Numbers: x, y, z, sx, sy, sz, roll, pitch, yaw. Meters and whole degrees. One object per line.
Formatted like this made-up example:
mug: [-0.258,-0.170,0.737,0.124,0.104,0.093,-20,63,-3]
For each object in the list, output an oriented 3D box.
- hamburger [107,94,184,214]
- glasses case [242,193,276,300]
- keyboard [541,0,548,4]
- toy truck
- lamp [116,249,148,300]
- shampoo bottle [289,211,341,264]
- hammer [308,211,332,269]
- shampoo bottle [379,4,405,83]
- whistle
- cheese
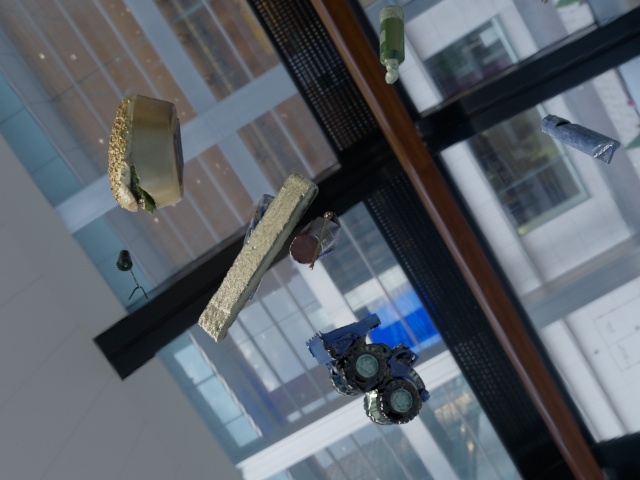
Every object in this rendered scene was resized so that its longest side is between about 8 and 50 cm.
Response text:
hamburger: [-0.433,-0.213,1.623,0.302,0.171,0.301,176,90,-83]
glasses case: [-0.143,0.017,1.482,0.065,0.247,0.087,14,-166,-9]
keyboard: [0.339,-0.396,0.982,0.129,0.015,0.049,-14,-66,-72]
toy truck: [0.082,0.204,1.080,0.208,0.126,0.113,40,160,2]
lamp: [-0.392,0.069,1.351,0.054,0.041,0.121,-114,12,-52]
shampoo bottle: [-0.001,-0.008,1.348,0.236,0.067,0.068,-37,-42,-71]
hammer: [0.000,0.000,1.227,0.014,0.122,0.029,24,156,-17]
shampoo bottle: [0.173,-0.475,1.585,0.065,0.065,0.204,49,-143,-53]
whistle: [0.660,-0.262,1.669,0.062,0.062,0.304,56,-176,-24]
cheese: [-0.138,0.035,1.392,0.085,0.400,0.034,40,-171,35]
